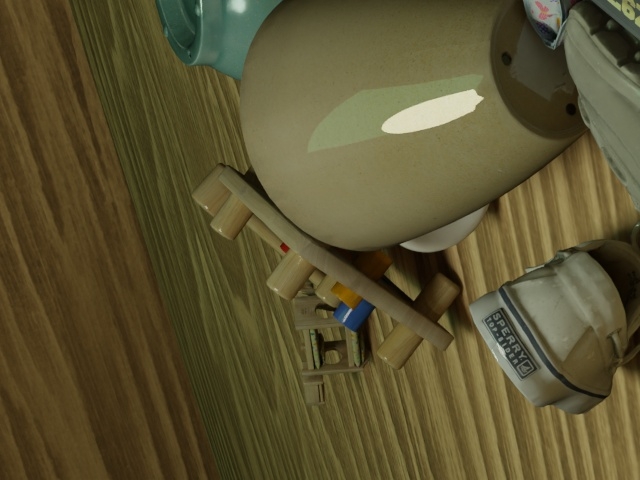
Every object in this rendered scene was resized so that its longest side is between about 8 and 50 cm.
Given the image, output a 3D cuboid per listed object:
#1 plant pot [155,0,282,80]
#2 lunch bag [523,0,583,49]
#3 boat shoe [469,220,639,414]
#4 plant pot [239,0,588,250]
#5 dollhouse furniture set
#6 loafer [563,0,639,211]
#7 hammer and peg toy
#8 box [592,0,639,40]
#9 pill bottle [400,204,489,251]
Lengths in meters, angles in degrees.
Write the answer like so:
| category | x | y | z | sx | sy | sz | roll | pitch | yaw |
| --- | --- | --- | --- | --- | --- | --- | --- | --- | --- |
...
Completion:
| category | x | y | z | sx | sy | sz | roll | pitch | yaw |
| --- | --- | --- | --- | --- | --- | --- | --- | --- | --- |
| plant pot | -0.068 | -0.287 | 1.608 | 0.293 | 0.196 | 0.293 | 166 | 90 | -71 |
| lunch bag | 0.194 | -0.197 | 1.156 | 0.053 | 0.071 | 0.083 | 30 | 145 | 47 |
| boat shoe | 0.236 | 0.051 | 1.270 | 0.136 | 0.156 | 0.367 | 59 | -168 | 15 |
| plant pot | 0.107 | -0.130 | 1.295 | 0.274 | 0.256 | 0.256 | -10 | 103 | 58 |
| dollhouse furniture set | 0.019 | 0.123 | 2.225 | 0.182 | 0.101 | 0.161 | 84 | -177 | -46 |
| loafer | 0.271 | -0.049 | 1.061 | 0.111 | 0.112 | 0.319 | 80 | 169 | -53 |
| hammer and peg toy | 0.000 | 0.000 | 1.829 | 0.266 | 0.127 | 0.361 | 34 | -176 | -32 |
| box | 0.252 | -0.193 | 0.975 | 0.232 | 0.059 | 0.183 | 50 | 157 | 37 |
| pill bottle | 0.075 | -0.084 | 1.609 | 0.229 | 0.131 | 0.131 | 40 | 149 | 59 |
